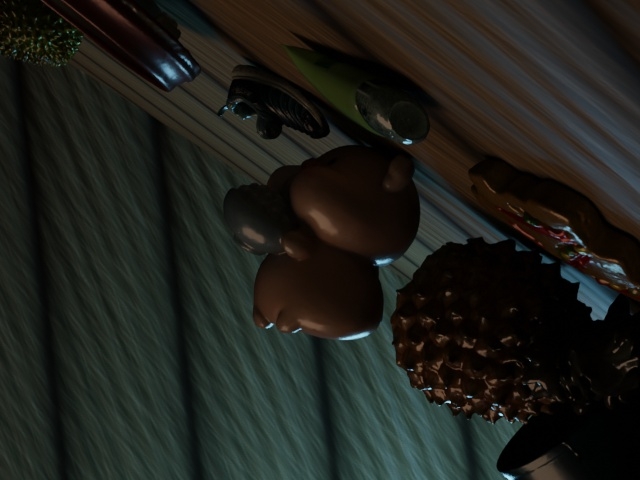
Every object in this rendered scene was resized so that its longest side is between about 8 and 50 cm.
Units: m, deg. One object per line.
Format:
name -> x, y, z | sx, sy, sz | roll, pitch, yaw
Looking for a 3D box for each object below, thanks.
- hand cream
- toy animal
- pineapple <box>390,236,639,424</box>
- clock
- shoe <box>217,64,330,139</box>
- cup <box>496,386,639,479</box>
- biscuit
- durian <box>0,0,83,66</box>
hand cream -> 0.034, -0.131, 1.119 | 0.095, 0.046, 0.175 | 34, -176, -35
toy animal -> 0.018, 0.009, 1.490 | 0.210, 0.229, 0.221 | 9, 118, 68
pineapple -> 0.250, 0.114, 1.415 | 0.223, 0.223, 0.357 | 35, 167, -31
clock -> -0.265, -0.287, 1.431 | 0.318, 0.080, 0.318 | 38, 179, 1
shoe -> -0.053, -0.151, 1.468 | 0.143, 0.071, 0.064 | 27, 176, 22
cup -> 0.395, 0.312, 1.550 | 0.292, 0.242, 0.308 | 49, 170, 2
biscuit -> 0.236, 0.002, 1.162 | 0.239, 0.041, 0.212 | 35, 175, -13
durian -> -0.421, -0.335, 1.808 | 0.198, 0.146, 0.159 | 38, -164, 29
